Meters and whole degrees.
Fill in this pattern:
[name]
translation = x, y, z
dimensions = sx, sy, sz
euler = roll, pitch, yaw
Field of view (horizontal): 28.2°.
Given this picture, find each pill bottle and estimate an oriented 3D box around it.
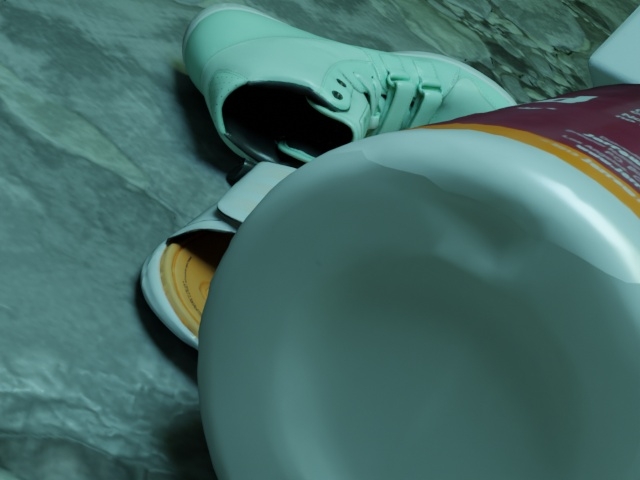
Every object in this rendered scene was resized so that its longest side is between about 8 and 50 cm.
[pill bottle]
translation = 0.135, 0.036, 0.649
dimensions = 0.224, 0.224, 0.392
euler = 43, 28, 17

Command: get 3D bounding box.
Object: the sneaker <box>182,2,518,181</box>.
[sneaker]
translation = 0.034, -0.071, 0.848
dimensions = 0.255, 0.094, 0.151
euler = 13, 27, -18

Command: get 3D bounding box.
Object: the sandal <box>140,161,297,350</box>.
[sandal]
translation = -0.008, -0.007, 0.718
dimensions = 0.102, 0.076, 0.265
euler = 38, 27, 7

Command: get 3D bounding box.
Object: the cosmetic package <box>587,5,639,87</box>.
[cosmetic package]
translation = 0.434, -0.026, 0.931
dimensions = 0.453, 0.161, 0.230
euler = 35, -16, 38
